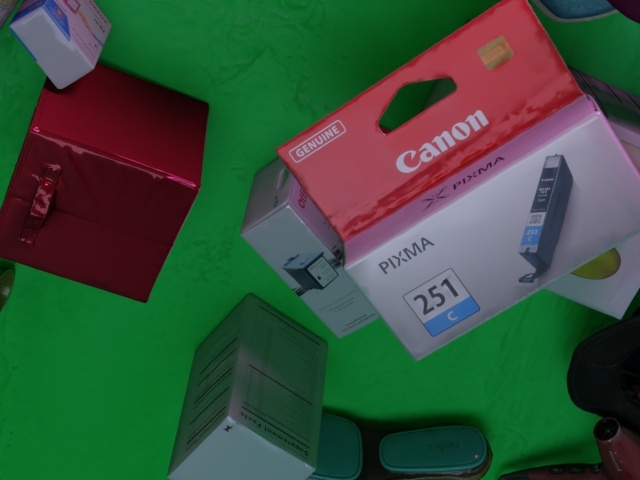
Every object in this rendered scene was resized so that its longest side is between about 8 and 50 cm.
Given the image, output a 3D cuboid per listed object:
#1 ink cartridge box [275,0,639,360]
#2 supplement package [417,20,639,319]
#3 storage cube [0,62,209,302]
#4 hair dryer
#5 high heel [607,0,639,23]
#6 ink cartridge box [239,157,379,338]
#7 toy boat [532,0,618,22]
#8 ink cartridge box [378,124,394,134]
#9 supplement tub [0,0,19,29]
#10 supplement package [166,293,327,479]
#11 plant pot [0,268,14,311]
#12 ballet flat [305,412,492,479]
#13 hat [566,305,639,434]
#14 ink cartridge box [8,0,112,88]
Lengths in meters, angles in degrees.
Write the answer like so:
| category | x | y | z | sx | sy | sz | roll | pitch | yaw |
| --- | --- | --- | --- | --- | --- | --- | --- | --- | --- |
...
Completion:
| category | x | y | z | sx | sy | sz | roll | pitch | yaw |
| --- | --- | --- | --- | --- | --- | --- | --- | --- | --- |
| ink cartridge box | 0.145 | -0.056 | 1.222 | 0.296 | 0.066 | 0.261 | -32 | 111 | 14 |
| supplement package | 0.243 | -0.081 | 1.355 | 0.262 | 0.198 | 0.199 | 22 | 112 | -10 |
| storage cube | -0.252 | -0.072 | 1.412 | 0.193 | 0.215 | 0.184 | 19 | 123 | -15 |
| hair dryer | 0.371 | 0.330 | 1.669 | 0.223 | 0.080 | 0.293 | 8 | 141 | -3 |
| high heel | 0.426 | -0.302 | 1.086 | 0.377 | 0.127 | 0.181 | -35 | 143 | 30 |
| ink cartridge box | 0.000 | 0.000 | 1.480 | 0.082 | 0.140 | 0.191 | -33 | 115 | 25 |
| toy boat | 0.230 | -0.347 | 1.224 | 0.318 | 0.148 | 0.267 | 14 | 124 | -5 |
| ink cartridge box | 0.092 | -0.095 | 1.475 | 0.115 | 0.029 | 0.063 | 21 | 122 | -11 |
| supplement tub | -0.447 | -0.265 | 1.279 | 0.235 | 0.235 | 0.325 | 34 | 120 | -17 |
| supplement package | -0.088 | 0.212 | 1.566 | 0.139 | 0.244 | 0.134 | 34 | 120 | -17 |
| plant pot | -0.453 | 0.059 | 1.600 | 0.079 | 0.083 | 0.083 | 25 | 123 | 4 |
| ballet flat | 0.066 | 0.309 | 1.717 | 0.342 | 0.116 | 0.124 | 0 | 143 | 0 |
| hat | 0.466 | 0.131 | 1.530 | 0.331 | 0.134 | 0.331 | 12 | 147 | 8 |
| ink cartridge box | -0.284 | -0.236 | 1.355 | 0.052 | 0.122 | 0.088 | -28 | 118 | 17 |
